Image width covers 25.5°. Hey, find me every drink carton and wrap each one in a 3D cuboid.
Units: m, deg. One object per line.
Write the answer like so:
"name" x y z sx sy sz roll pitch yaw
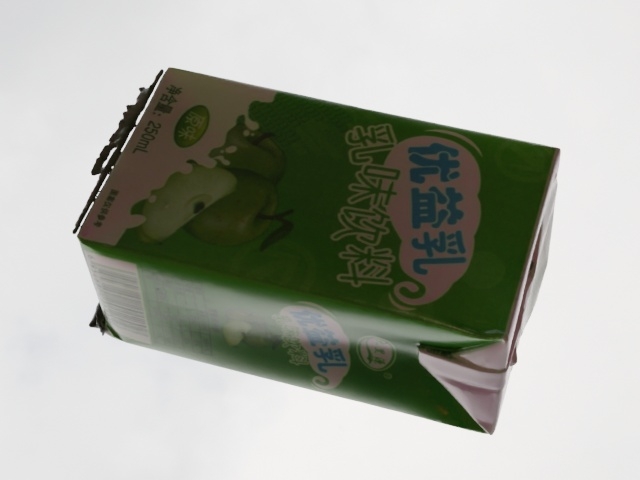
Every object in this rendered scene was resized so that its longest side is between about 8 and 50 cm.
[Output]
"drink carton" 0.000 0.000 0.865 0.271 0.108 0.161 13 -128 11
